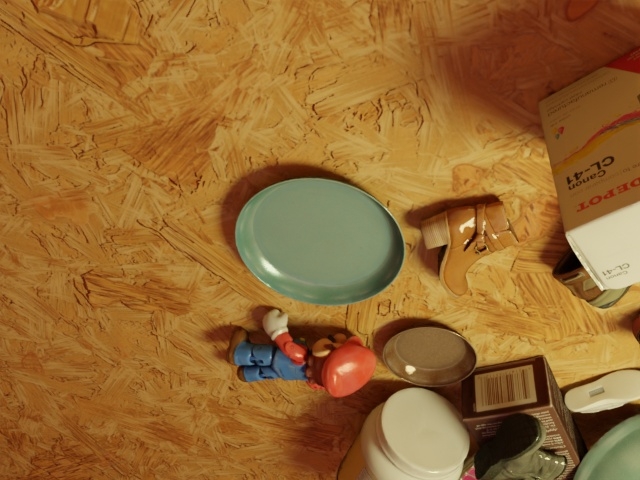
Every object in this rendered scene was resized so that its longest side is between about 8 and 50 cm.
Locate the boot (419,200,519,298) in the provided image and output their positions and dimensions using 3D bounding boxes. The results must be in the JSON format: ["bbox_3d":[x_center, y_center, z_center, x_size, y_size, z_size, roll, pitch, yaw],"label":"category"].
[{"bbox_3d":[0.278,0.020,1.191,0.153,0.072,0.197,-16,130,19],"label":"boot"}]

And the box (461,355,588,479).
[{"bbox_3d":[0.468,0.435,1.488,0.191,0.143,0.381,-16,125,23],"label":"box"}]

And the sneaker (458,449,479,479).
[{"bbox_3d":[0.346,0.586,1.676,0.252,0.111,0.103,-42,119,12],"label":"sneaker"}]

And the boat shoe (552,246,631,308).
[{"bbox_3d":[0.484,-0.002,1.083,0.120,0.122,0.324,23,140,4],"label":"boat shoe"}]

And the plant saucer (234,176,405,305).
[{"bbox_3d":[0.000,0.000,1.244,0.318,0.043,0.317,5,133,6],"label":"plant saucer"}]

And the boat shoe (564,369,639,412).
[{"bbox_3d":[0.616,0.328,1.414,0.184,0.066,0.063,-32,140,26],"label":"boat shoe"}]

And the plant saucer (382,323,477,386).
[{"bbox_3d":[0.233,0.239,1.421,0.199,0.036,0.198,6,133,6],"label":"plant saucer"}]

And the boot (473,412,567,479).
[{"bbox_3d":[0.434,0.433,1.359,0.161,0.083,0.246,13,139,-10],"label":"boot"}]

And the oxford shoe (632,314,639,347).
[{"bbox_3d":[0.753,0.164,1.185,0.348,0.130,0.123,-22,122,25],"label":"oxford shoe"}]

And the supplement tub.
[{"bbox_3d":[0.185,0.517,1.545,0.241,0.241,0.331,16,132,-4],"label":"supplement tub"}]

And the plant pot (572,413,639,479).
[{"bbox_3d":[0.715,0.539,1.406,0.293,0.196,0.292,-10,117,-19],"label":"plant pot"}]

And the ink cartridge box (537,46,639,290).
[{"bbox_3d":[0.429,-0.115,0.876,0.226,0.306,0.131,-27,122,30],"label":"ink cartridge box"}]

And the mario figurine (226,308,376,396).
[{"bbox_3d":[-0.029,0.244,1.448,0.321,0.170,0.198,1,169,24],"label":"mario figurine"}]
